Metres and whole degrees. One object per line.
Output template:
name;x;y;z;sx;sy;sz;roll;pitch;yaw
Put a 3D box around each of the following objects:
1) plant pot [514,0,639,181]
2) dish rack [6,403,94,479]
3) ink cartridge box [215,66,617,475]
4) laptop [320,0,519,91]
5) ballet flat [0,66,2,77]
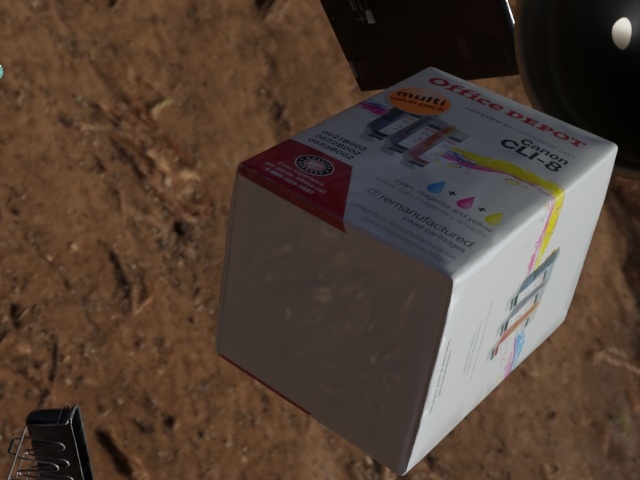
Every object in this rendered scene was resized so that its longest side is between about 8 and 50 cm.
plant pot;0.410;-0.212;1.125;0.280;0.323;0.323;2;49;-50
dish rack;-0.360;0.365;1.375;0.074;0.208;0.271;4;43;4
ink cartridge box;0.053;0.006;0.582;0.128;0.127;0.176;28;39;26
laptop;0.076;-0.430;1.509;0.382;0.408;0.236;61;41;-37
ballet flat;-0.489;-0.234;1.485;0.114;0.041;0.041;-14;63;-53
